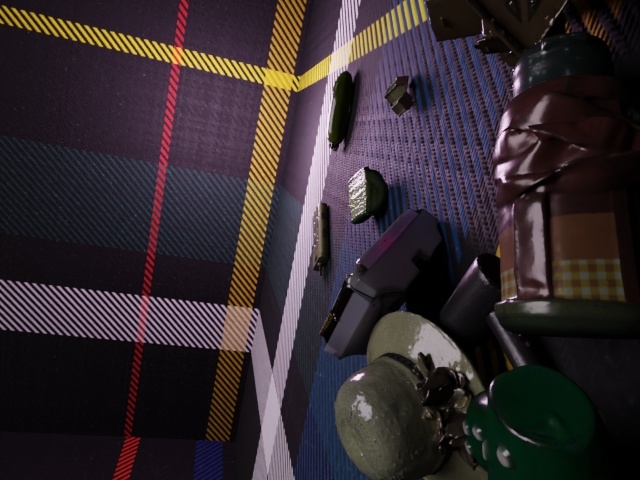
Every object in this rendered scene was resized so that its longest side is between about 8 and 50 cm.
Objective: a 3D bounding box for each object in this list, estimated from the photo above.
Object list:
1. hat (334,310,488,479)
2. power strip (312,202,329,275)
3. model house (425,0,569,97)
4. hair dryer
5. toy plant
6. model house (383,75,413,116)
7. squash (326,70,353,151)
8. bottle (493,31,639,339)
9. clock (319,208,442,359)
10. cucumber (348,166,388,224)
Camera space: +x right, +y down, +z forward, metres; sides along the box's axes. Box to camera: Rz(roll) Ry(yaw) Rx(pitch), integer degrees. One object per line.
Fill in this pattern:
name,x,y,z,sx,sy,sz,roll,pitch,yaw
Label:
hat,0.093,0.235,0.605,0.257,0.130,0.258,32,129,50
power strip,0.000,0.000,1.521,0.092,0.034,0.268,118,157,-52
model house,0.219,-0.242,0.532,0.181,0.176,0.248,-50,-48,-47
hair dryer,0.221,0.139,0.522,0.248,0.070,0.114,-108,30,-44
toy plant,0.193,0.220,0.373,0.243,0.112,0.233,74,174,-49
model house,0.174,-0.315,0.996,0.058,0.057,0.083,-39,16,31
squash,0.059,-0.415,1.475,0.069,0.069,0.259,-164,82,-76
bottle,0.231,-0.050,0.420,0.156,0.143,0.272,27,-116,-63
clock,0.108,0.071,0.778,0.253,0.083,0.187,-41,-20,-45
cucumber,0.110,-0.101,1.088,0.115,0.062,0.117,135,135,-70
